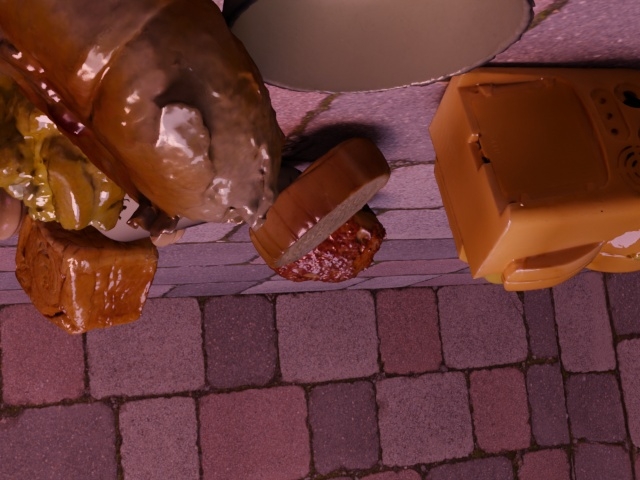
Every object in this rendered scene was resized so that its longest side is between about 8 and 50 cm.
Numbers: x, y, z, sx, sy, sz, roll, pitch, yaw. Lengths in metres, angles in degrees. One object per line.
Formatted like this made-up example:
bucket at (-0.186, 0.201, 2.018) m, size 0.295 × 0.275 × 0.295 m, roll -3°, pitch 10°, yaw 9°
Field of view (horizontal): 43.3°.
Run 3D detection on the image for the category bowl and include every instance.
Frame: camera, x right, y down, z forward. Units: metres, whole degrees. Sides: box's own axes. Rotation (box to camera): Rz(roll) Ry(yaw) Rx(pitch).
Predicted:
bowl at (0.031, -0.185, 0.545) m, size 0.211 × 0.112 × 0.211 m, roll -6°, pitch 170°, yaw -1°

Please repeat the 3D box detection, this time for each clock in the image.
clock at (0.306, -0.081, 0.935) m, size 0.317 × 0.244 × 0.200 m, roll -7°, pitch 155°, yaw -7°

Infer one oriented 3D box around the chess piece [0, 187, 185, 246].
chess piece at (-0.372, -0.035, 1.221) m, size 0.117 × 0.117 × 0.397 m, roll -13°, pitch 169°, yaw 40°

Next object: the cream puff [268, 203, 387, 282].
cream puff at (0.000, 0.000, 1.473) m, size 0.240 × 0.164 × 0.240 m, roll -10°, pitch 169°, yaw -2°

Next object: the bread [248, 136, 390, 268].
bread at (-0.001, -0.051, 1.116) m, size 0.236 × 0.070 × 0.236 m, roll -39°, pitch 175°, yaw -4°

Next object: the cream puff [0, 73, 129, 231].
cream puff at (-0.247, -0.109, 0.731) m, size 0.194 × 0.195 × 0.221 m, roll -2°, pitch -178°, yaw -18°

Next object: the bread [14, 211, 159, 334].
bread at (-0.325, 0.028, 1.116) m, size 0.143 × 0.149 × 0.158 m, roll -16°, pitch 137°, yaw -39°

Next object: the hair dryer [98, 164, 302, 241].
hair dryer at (-0.127, -0.080, 1.112) m, size 0.203 × 0.128 × 0.362 m, roll -12°, pitch 176°, yaw 31°

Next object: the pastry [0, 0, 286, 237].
pastry at (-0.138, -0.112, 0.521) m, size 0.257 × 0.121 × 0.236 m, roll 30°, pitch 161°, yaw 49°
